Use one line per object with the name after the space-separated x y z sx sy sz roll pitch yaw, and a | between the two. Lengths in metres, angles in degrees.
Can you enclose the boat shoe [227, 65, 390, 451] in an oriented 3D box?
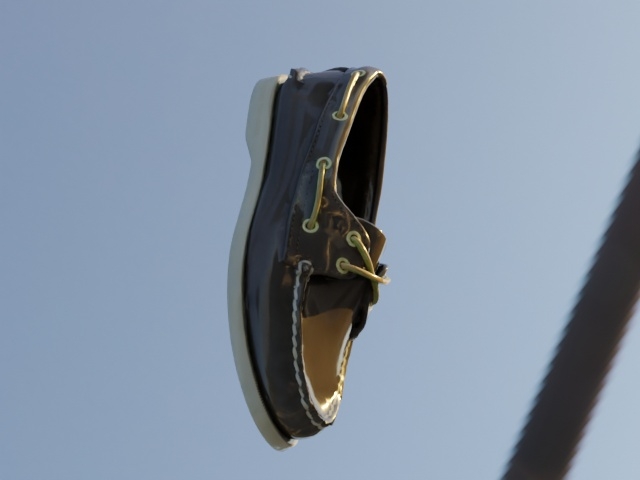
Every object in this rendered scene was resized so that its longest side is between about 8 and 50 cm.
0.000 0.000 0.890 0.068 0.228 0.081 -12 -38 18 | boat shoe
